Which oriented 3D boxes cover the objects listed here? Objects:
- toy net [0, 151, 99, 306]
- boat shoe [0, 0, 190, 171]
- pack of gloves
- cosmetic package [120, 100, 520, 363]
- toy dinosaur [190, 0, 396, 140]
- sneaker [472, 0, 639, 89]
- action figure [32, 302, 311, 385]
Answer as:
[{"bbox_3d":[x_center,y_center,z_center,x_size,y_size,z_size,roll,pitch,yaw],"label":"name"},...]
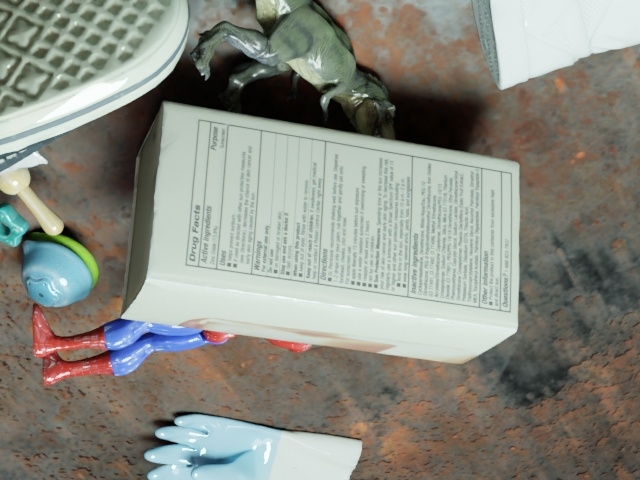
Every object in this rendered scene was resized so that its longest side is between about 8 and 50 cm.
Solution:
[{"bbox_3d":[-0.260,-0.034,1.254,0.122,0.045,0.232,12,135,17],"label":"toy net"},{"bbox_3d":[-0.316,-0.091,1.086,0.500,0.187,0.156,-19,155,14],"label":"boat shoe"},{"bbox_3d":[-0.083,0.282,1.535,0.232,0.046,0.195,12,100,-22],"label":"pack of gloves"},{"bbox_3d":[0.000,0.000,1.209,0.296,0.153,0.129,10,160,-14],"label":"cosmetic package"},{"bbox_3d":[-0.036,-0.151,1.168,0.118,0.064,0.268,-34,132,1],"label":"toy dinosaur"},{"bbox_3d":[0.192,-0.243,1.102,0.169,0.108,0.292,-15,145,0],"label":"sneaker"},{"bbox_3d":[-0.104,0.039,1.308,0.280,0.139,0.091,-5,150,-4],"label":"action figure"}]
